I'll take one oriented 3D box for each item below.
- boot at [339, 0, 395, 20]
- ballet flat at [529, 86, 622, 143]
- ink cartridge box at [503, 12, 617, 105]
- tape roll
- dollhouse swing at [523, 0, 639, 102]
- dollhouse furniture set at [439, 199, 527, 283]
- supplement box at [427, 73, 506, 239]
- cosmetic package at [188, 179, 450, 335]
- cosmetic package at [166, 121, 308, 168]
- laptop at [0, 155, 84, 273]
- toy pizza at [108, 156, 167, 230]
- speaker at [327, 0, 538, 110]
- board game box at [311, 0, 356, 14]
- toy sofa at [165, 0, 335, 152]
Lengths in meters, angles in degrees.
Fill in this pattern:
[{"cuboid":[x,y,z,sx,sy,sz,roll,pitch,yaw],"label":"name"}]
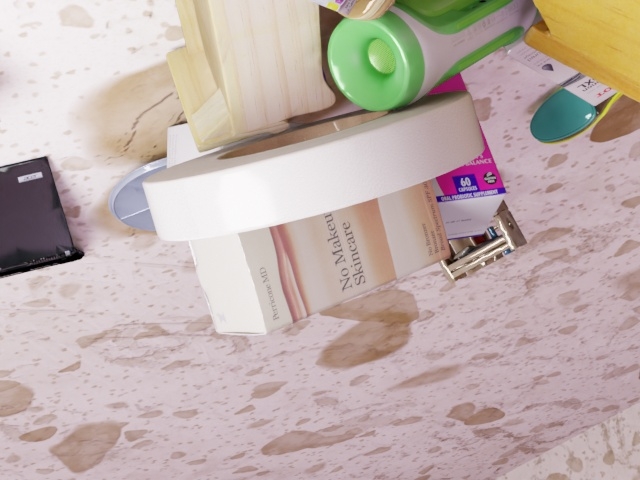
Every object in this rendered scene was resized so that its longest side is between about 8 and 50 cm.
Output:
[{"cuboid":[0.127,-0.334,1.447,0.203,0.095,0.262,18,96,-53],"label":"boot"},{"cuboid":[0.406,-0.216,1.971,0.077,0.077,0.231,-13,157,-47],"label":"ballet flat"},{"cuboid":[0.356,-0.288,1.763,0.172,0.100,0.237,-33,149,29],"label":"ink cartridge box"},{"cuboid":[-0.008,-0.088,1.536,0.392,0.072,0.392,-15,-171,3],"label":"tape roll"},{"cuboid":[0.459,-0.366,1.524,0.315,0.305,0.347,27,143,2],"label":"dollhouse swing"},{"cuboid":[0.263,-0.026,2.226,0.129,0.129,0.184,-30,175,25],"label":"dollhouse furniture set"},{"cuboid":[0.154,-0.120,1.840,0.111,0.220,0.114,-9,151,-18],"label":"supplement box"},{"cuboid":[0.000,0.000,1.692,0.296,0.153,0.129,-23,-169,-31],"label":"cosmetic package"},{"cuboid":[-0.093,-0.079,1.801,0.184,0.151,0.151,4,175,-33],"label":"cosmetic package"},{"cuboid":[-0.471,-0.015,1.916,0.234,0.136,0.264,-13,179,-5],"label":"laptop"},{"cuboid":[-0.204,-0.075,1.932,0.201,0.032,0.201,-12,154,-6],"label":"toy pizza"},{"cuboid":[0.138,-0.248,1.559,0.296,0.131,0.131,-34,171,-44],"label":"speaker"},{"cuboid":[0.023,-0.395,1.245,0.208,0.056,0.347,17,114,-32],"label":"board game box"},{"cuboid":[-0.095,-0.265,1.496,0.177,0.150,0.362,-19,154,-6],"label":"toy sofa"}]
